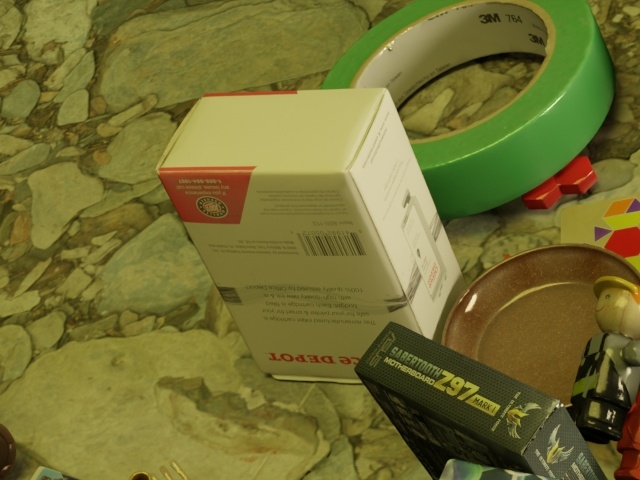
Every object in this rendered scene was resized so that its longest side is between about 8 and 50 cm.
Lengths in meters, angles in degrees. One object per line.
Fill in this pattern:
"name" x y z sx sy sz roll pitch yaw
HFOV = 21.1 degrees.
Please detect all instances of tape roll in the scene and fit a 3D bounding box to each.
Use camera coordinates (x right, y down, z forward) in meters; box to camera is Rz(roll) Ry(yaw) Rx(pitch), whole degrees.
"tape roll" 0.151 -0.157 1.836 0.321 0.077 0.321 -20 37 15

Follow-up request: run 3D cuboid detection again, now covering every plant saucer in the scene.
"plant saucer" 0.210 0.088 1.575 0.198 0.036 0.199 -16 43 15

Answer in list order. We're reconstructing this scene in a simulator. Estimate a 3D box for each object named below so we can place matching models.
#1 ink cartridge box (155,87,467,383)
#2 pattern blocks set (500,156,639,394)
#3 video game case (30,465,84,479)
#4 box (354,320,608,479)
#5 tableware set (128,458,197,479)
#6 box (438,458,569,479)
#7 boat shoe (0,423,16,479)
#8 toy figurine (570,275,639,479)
"ink cartridge box" 0.000 0.000 1.630 0.207 0.283 0.117 1 45 28
"pattern blocks set" 0.300 0.019 1.642 0.285 0.026 0.325 -5 47 24
"video game case" -0.239 0.321 1.611 0.183 0.023 0.201 14 56 25
"box" 0.149 0.178 1.409 0.183 0.233 0.059 25 69 42
"tableware set" -0.139 0.272 1.592 0.104 0.024 0.154 -33 56 -16
"box" 0.234 0.356 1.204 0.395 0.212 0.294 6 52 33
"boat shoe" -0.417 0.281 1.728 0.257 0.095 0.095 -44 30 -26
"toy figurine" 0.319 0.122 1.388 0.213 0.209 0.148 7 69 35
